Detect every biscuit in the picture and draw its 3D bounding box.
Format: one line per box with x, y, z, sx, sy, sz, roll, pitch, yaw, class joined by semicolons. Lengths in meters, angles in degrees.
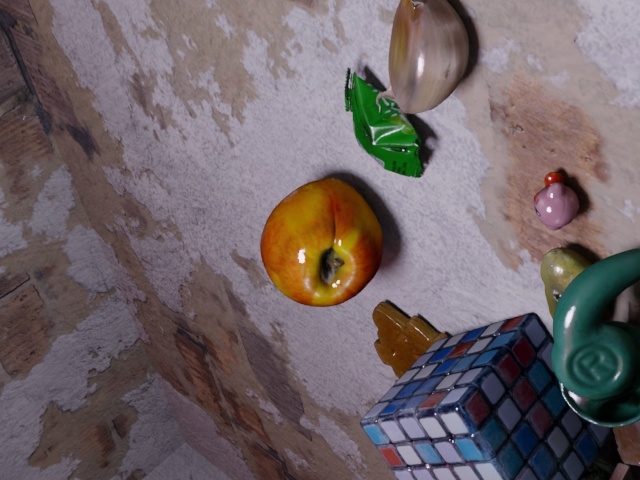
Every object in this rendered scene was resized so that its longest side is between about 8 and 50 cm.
0.238;0.261;2.063;0.301;0.043;0.278;10;130;48;biscuit

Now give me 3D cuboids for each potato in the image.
0.413;0.092;1.559;0.105;0.085;0.188;31;151;39;potato

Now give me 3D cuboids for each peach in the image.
0.000;0.000;1.907;0.281;0.238;0.281;-172;90;-76;peach

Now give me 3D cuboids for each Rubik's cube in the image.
0.306;0.348;1.765;0.292;0.287;0.293;55;143;-6;Rubik's cube

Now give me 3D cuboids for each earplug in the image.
0.456;0.164;1.499;0.164;0.257;0.280;-4;162;26;earplug

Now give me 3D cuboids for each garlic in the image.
0.151;-0.264;1.486;0.129;0.148;0.266;12;132;-10;garlic

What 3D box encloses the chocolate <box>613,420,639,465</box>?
0.612;0.304;1.504;0.321;0.112;0.112;-8;107;60;chocolate

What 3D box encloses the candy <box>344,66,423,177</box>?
0.105;-0.198;1.680;0.203;0.078;0.141;49;152;16;candy

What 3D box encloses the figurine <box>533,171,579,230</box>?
0.365;-0.057;1.467;0.067;0.071;0.083;-3;144;7;figurine

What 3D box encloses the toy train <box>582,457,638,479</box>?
0.571;0.535;1.779;0.221;0.150;0.304;12;141;40;toy train
